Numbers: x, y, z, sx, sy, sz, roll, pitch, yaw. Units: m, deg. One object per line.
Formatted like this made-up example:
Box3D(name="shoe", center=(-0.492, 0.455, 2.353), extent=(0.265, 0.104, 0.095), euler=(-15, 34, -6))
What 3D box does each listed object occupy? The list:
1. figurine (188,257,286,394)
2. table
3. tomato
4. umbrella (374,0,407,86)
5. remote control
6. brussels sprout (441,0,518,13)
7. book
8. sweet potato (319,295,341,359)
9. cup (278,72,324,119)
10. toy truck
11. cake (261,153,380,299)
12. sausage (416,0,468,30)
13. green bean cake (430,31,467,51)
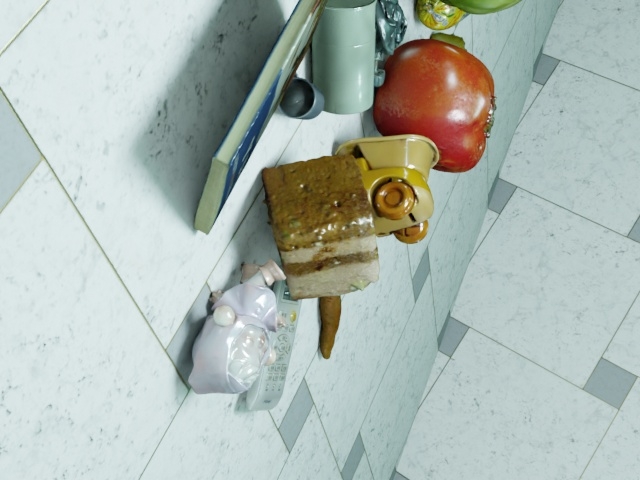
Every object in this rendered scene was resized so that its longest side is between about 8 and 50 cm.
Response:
Box3D(name="figurine", center=(-0.148, 0.158, 1.566), extent=(0.200, 0.133, 0.275), euler=(55, 48, -48))
Box3D(name="table", center=(0.045, -0.371, 1.679), extent=(0.126, 0.126, 0.219), euler=(-50, 148, -48))
Box3D(name="tomato", center=(0.276, -0.321, 2.055), extent=(0.325, 0.290, 0.292), euler=(-3, 106, -76))
Box3D(name="umbrella", center=(0.146, -0.504, 1.890), extent=(0.143, 0.094, 0.348), euler=(-40, 142, -49))
Box3D(name="remote control", center=(-0.100, 0.207, 1.827), extent=(0.109, 0.055, 0.312), euler=(21, 80, -62))
Box3D(name="brussels sprout", center=(0.374, -0.717, 1.977), extent=(0.342, 0.361, 0.425), euler=(41, 47, -23))
Box3D(name="book", center=(-0.088, -0.236, 1.398), extent=(0.427, 0.039, 0.300), euler=(-65, -176, -22))
Box3D(name="sweet potato", center=(0.025, 0.189, 2.115), extent=(0.057, 0.057, 0.264), euler=(-51, 151, -45))
Box3D(name="cup", center=(-0.039, -0.277, 1.626), extent=(0.077, 0.078, 0.100), euler=(-8, 81, -73))
Box3D(name="toy truck", center=(0.128, -0.100, 1.909), extent=(0.204, 0.288, 0.211), euler=(48, 35, -59))
Box3D(name="cake", center=(0.000, 0.000, 1.667), extent=(0.293, 0.196, 0.198), euler=(85, -11, -49))
Box3D(name="sausage", center=(0.345, -0.635, 2.251), extent=(0.347, 0.123, 0.123), euler=(-44, 143, -51))
Box3D(name="green bean cake", center=(0.367, -0.451, 2.430), extent=(0.236, 0.124, 0.232), euler=(16, 89, -68))
